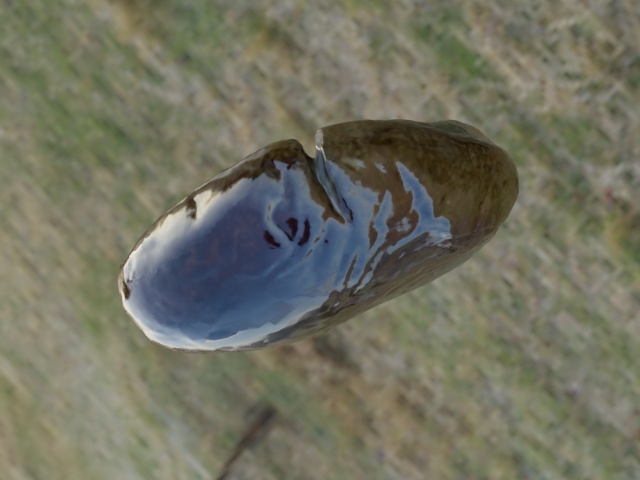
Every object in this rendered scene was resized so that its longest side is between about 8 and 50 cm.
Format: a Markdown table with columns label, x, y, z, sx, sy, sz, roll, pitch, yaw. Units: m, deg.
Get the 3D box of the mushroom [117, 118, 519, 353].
| label | x | y | z | sx | sy | sz | roll | pitch | yaw |
| --- | --- | --- | --- | --- | --- | --- | --- | --- | --- |
| mushroom | 0.000 | 0.000 | 0.530 | 0.052 | 0.123 | 0.123 | 70 | 161 | 4 |
